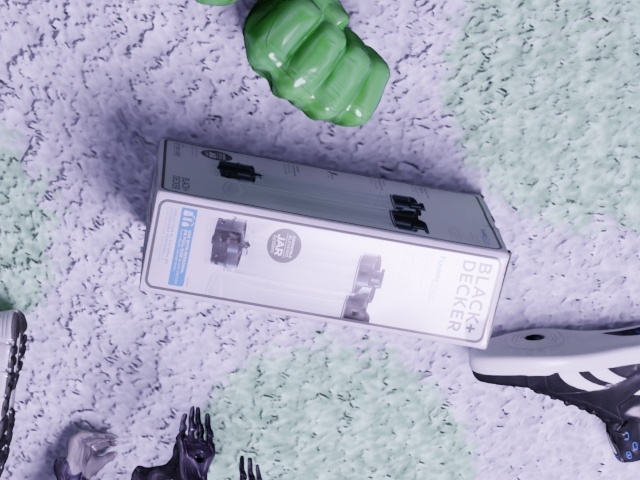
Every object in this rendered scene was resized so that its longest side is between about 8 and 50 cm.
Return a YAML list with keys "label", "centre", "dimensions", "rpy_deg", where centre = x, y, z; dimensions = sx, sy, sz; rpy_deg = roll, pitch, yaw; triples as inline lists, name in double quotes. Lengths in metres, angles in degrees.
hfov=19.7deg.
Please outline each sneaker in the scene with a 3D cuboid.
- label: "sneaker"
  centre: [0.241, 0.144, 1.639]
  dimensions: [0.216, 0.079, 0.121]
  rpy_deg: [-4, 107, -4]
- label: "sneaker"
  centre: [-0.318, 0.152, 1.612]
  dimensions: [0.094, 0.081, 0.209]
  rpy_deg: [11, 101, 0]

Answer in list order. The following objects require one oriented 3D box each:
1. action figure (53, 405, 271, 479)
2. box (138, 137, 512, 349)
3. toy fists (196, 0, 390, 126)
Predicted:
- label: "action figure"
  centre: [-0.162, 0.252, 1.623]
  dimensions: [0.164, 0.141, 0.275]
  rpy_deg: [39, 128, -23]
- label: "box"
  centre: [0.000, 0.000, 1.529]
  dimensions: [0.289, 0.169, 0.087]
  rpy_deg: [9, 108, -8]
- label: "toy fists"
  centre: [-0.052, -0.202, 1.470]
  dimensions: [0.096, 0.142, 0.279]
  rpy_deg: [-39, 107, 9]
